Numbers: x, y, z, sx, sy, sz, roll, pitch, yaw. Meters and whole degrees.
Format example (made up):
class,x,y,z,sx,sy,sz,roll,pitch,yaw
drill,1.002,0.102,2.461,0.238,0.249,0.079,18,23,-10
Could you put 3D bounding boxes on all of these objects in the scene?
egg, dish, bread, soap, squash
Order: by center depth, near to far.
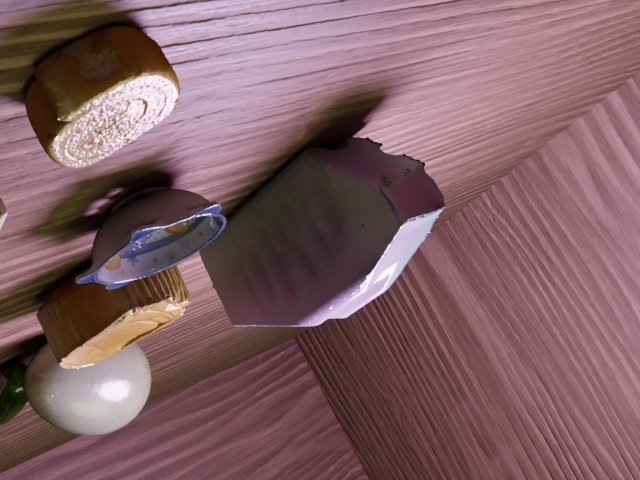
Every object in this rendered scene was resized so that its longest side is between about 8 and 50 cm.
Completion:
class,x,y,z,sx,sy,sz,roll,pitch,yaw
bread,-0.215,-0.142,0.818,0.149,0.073,0.122,-31,164,2
dish,-0.250,-0.022,1.217,0.236,0.086,0.228,-30,168,9
bread,-0.347,0.107,1.430,0.250,0.133,0.179,-33,168,13
soap,0.000,0.000,1.484,0.156,0.261,0.446,-11,160,-49
egg,-0.470,0.280,1.703,0.218,0.218,0.295,-32,157,15
squash,-0.675,0.339,1.805,0.087,0.087,0.331,-19,166,-42

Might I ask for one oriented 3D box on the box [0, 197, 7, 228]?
class,x,y,z,sx,sy,sz,roll,pitch,yaw
box,-0.462,0.022,1.021,0.122,0.032,0.220,-19,165,-41

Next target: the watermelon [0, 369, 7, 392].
class,x,y,z,sx,sy,sz,roll,pitch,yaw
watermelon,-0.679,0.299,1.666,0.180,0.081,0.094,-18,-166,37
